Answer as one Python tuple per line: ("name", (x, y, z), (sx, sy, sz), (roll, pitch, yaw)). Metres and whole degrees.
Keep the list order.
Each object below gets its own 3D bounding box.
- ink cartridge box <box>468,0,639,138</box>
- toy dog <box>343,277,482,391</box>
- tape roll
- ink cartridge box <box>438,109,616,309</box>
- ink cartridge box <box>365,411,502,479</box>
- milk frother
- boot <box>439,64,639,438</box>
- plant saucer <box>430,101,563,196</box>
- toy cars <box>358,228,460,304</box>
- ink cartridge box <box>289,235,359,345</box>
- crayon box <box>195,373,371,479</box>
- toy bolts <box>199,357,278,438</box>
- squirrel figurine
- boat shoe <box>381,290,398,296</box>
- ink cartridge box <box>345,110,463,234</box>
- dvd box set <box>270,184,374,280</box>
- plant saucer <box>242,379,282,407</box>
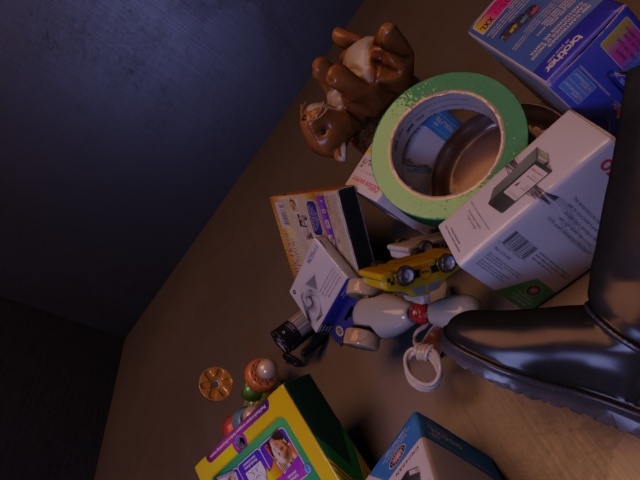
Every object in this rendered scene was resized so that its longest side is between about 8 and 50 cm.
("ink cartridge box", (0.474, -0.308, 0.819), (0.151, 0.270, 0.395), (-48, 30, 28))
("toy dog", (0.198, 0.176, 0.989), (0.334, 0.161, 0.220), (20, 87, 48))
("tape roll", (0.268, -0.191, 0.960), (0.321, 0.077, 0.321), (-6, 77, 27))
("ink cartridge box", (0.389, -0.038, 0.774), (0.289, 0.211, 0.121), (-45, 30, 25))
("ink cartridge box", (0.137, 0.461, 0.595), (0.285, 0.166, 0.395), (-57, -1, 6))
("milk frother", (-0.060, 0.289, 1.344), (0.135, 0.129, 0.143), (-35, -16, -26))
("boot", (0.373, -0.004, 0.590), (0.367, 0.146, 0.445), (15, 105, 32))
("plant saucer", (0.388, -0.144, 0.970), (0.311, 0.050, 0.310), (-18, 61, 35))
("toy cars", (0.212, 0.050, 0.934), (0.176, 0.087, 0.394), (-5, 10, 24))
("ink cartridge box", (0.017, 0.142, 1.229), (0.224, 0.045, 0.223), (50, 131, 33))
("crayon box", (-0.076, 0.527, 0.972), (0.363, 0.106, 0.313), (-48, 65, 23))
("toy bolts", (-0.224, 0.437, 1.276), (0.158, 0.218, 0.228), (-52, 33, 44))
("squirrel figurine", (0.126, -0.395, 1.391), (0.281, 0.397, 0.370), (31, 91, 45))
("boat shoe", (0.152, 0.162, 1.152), (0.135, 0.045, 0.050), (-32, 49, 46))
("ink cartridge box", (0.242, -0.188, 1.169), (0.270, 0.197, 0.198), (-57, 28, 6))
("dvd box set", (0.000, 0.000, 1.342), (0.420, 0.062, 0.307), (3, 111, 60))
("plant saucer", (-0.168, 0.528, 1.351), (0.241, 0.037, 0.241), (-41, 33, 34))
